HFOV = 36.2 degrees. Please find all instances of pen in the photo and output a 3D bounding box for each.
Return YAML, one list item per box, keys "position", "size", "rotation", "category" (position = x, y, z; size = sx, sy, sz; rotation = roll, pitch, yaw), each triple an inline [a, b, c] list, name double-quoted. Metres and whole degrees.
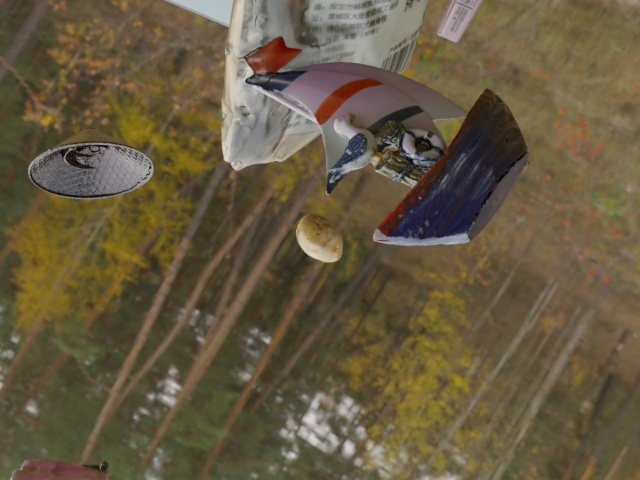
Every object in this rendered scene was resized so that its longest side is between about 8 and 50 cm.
- position: [0.250, -0.416, 1.586]
  size: [0.053, 0.197, 0.032]
  rotation: [19, -152, -13]
  category: "pen"

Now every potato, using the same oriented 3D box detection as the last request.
- position: [0.000, 0.000, 1.368]
  size: [0.062, 0.068, 0.083]
  rotation: [-9, 145, 7]
  category: "potato"

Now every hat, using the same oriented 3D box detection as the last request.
- position: [-0.359, -0.140, 1.529]
  size: [0.193, 0.082, 0.193]
  rotation: [-8, 157, -3]
  category: "hat"

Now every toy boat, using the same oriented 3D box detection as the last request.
- position: [0.078, -0.122, 1.004]
  size: [0.318, 0.219, 0.072]
  rotation: [53, 158, 31]
  category: "toy boat"

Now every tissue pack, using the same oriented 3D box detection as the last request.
- position: [0.012, -0.311, 1.362]
  size: [0.195, 0.375, 0.390]
  rotation: [34, 140, 15]
  category: "tissue pack"

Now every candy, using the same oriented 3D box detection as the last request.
- position: [-0.445, 0.504, 1.641]
  size: [0.155, 0.265, 0.116]
  rotation: [7, -164, -7]
  category: "candy"

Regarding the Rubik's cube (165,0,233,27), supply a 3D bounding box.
- position: [-0.125, -0.525, 1.637]
  size: [0.246, 0.248, 0.250]
  rotation: [23, 146, -5]
  category: "Rubik's cube"
